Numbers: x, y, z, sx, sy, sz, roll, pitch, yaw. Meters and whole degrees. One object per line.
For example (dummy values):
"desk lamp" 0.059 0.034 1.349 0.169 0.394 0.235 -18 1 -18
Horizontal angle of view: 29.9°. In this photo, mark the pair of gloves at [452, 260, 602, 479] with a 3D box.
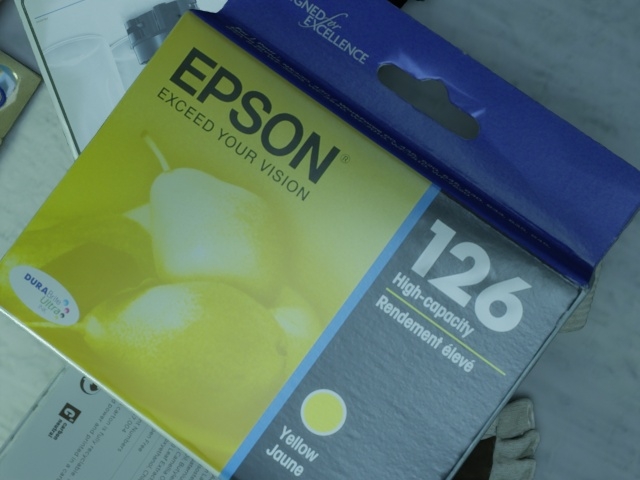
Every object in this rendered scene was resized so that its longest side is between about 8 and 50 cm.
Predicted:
"pair of gloves" 0.082 0.099 0.846 0.204 0.042 0.240 5 119 -17

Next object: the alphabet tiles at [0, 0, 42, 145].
"alphabet tiles" -0.386 -0.104 0.872 0.285 0.011 0.342 33 96 -21

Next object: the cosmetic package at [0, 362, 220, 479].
"cosmetic package" -0.059 0.249 0.838 0.365 0.197 0.155 33 66 2

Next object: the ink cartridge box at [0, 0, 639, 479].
"ink cartridge box" 0.000 0.000 0.743 0.304 0.072 0.307 35 91 9

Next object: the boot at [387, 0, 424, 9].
"boot" 0.043 -0.217 0.845 0.099 0.045 0.121 -38 99 12

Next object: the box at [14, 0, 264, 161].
"box" -0.083 -0.067 0.861 0.169 0.087 0.290 -18 97 8
